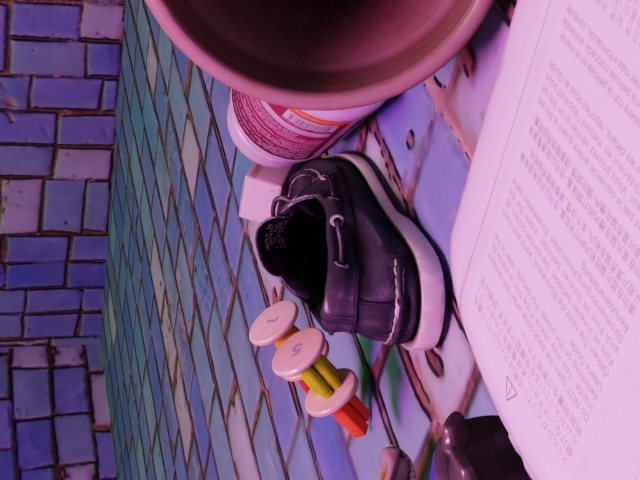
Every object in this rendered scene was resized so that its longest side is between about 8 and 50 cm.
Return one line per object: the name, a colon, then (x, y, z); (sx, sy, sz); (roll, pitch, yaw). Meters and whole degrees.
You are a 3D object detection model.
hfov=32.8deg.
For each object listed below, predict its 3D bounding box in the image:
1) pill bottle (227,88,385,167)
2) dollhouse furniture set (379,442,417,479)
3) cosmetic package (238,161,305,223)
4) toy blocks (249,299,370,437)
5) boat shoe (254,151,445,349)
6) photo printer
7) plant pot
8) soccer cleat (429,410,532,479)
pill bottle: (-0.017, -0.142, 1.014); (0.221, 0.121, 0.121); (150, 118, -70)
dollhouse furniture set: (0.072, 0.339, 0.814); (0.302, 0.151, 0.198); (-66, -11, -46)
cosmetic package: (-0.048, -0.074, 1.167); (0.115, 0.041, 0.060); (-65, -8, -50)
toy blocks: (0.009, 0.133, 0.967); (0.148, 0.054, 0.123); (52, 175, -27)
boat shoe: (0.000, 0.004, 0.984); (0.340, 0.113, 0.127); (-123, 34, -60)
photo printer: (0.158, -0.004, 0.490); (0.256, 0.107, 0.308); (-113, 27, -49)
plant pot: (-0.001, -0.256, 0.806); (0.229, 0.262, 0.263); (-89, 6, -64)
soccer cleat: (0.101, 0.205, 0.558); (0.289, 0.093, 0.121); (-81, -14, -62)
